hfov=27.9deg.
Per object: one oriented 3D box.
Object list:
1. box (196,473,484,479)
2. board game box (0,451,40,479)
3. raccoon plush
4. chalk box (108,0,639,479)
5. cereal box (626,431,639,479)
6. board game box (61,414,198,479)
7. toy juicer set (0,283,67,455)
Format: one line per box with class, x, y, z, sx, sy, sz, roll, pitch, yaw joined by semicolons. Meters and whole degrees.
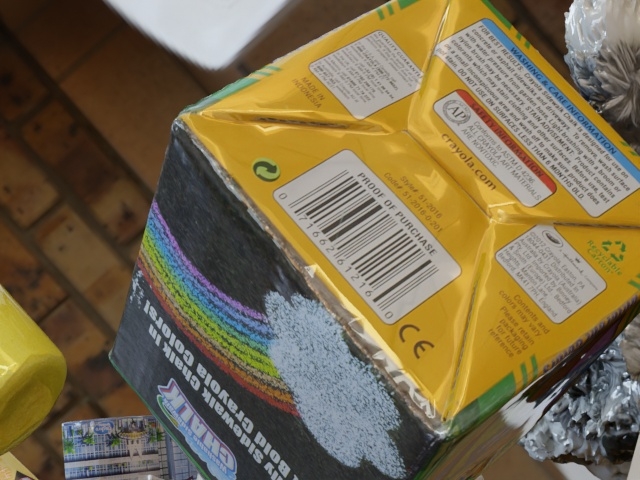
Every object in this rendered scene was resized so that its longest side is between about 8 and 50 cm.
box;0.009;0.259;1.125;0.232;0.148;0.127;1;-162;-43
board game box;-0.358;0.335;1.420;0.243;0.165;0.042;44;142;1
raccoon plush;0.244;0.012;1.152;0.299;0.216;0.446;-3;92;62
chalk box;0.021;0.046;0.657;0.180;0.179;0.289;49;149;15
cereal box;0.311;0.096;0.763;0.240;0.173;0.047;-3;147;44
board game box;-0.159;0.264;1.231;0.194;0.060;0.194;11;-110;-63
toy juicer set;-0.241;0.150;0.473;0.089;0.329;0.209;35;135;18
